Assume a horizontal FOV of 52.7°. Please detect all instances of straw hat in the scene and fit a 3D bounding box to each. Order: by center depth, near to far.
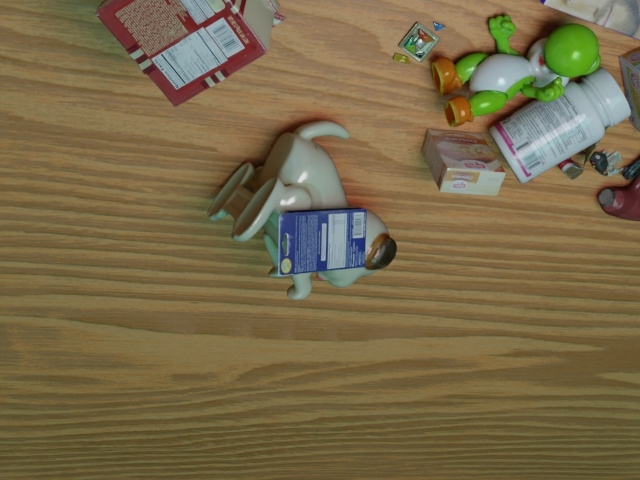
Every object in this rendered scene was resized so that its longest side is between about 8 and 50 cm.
[{"bbox_3d":[0.660,-0.255,1.600,0.061,0.144,0.144,32,127,18],"label":"straw hat"}]

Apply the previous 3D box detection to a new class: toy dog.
[{"bbox_3d":[-0.008,-0.050,1.575,0.408,0.284,0.395,39,78,-30],"label":"toy dog"}]

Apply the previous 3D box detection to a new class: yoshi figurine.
[{"bbox_3d":[0.438,-0.378,1.396,0.362,0.203,0.203,-17,122,2],"label":"yoshi figurine"}]

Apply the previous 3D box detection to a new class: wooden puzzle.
[{"bbox_3d":[0.219,-0.435,1.429,0.078,0.014,0.116,21,122,-23],"label":"wooden puzzle"}]

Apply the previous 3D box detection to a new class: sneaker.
[{"bbox_3d":[0.635,-0.197,1.666,0.042,0.067,0.118,-45,151,22],"label":"sneaker"}]

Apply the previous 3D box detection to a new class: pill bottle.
[{"bbox_3d":[0.557,-0.270,1.514,0.283,0.160,0.160,-31,126,16],"label":"pill bottle"}]

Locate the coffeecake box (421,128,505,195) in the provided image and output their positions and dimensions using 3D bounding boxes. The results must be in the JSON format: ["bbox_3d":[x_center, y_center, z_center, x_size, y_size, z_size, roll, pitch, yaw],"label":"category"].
[{"bbox_3d":[0.334,-0.187,1.532,0.142,0.185,0.068,3,128,-11],"label":"coffeecake box"}]

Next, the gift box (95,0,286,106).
[{"bbox_3d":[-0.212,-0.441,1.204,0.276,0.258,0.255,-20,128,18],"label":"gift box"}]

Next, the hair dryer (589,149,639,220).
[{"bbox_3d":[0.844,-0.148,1.704,0.223,0.080,0.293,-23,128,9],"label":"hair dryer"}]

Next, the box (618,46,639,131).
[{"bbox_3d":[0.791,-0.354,1.517,0.114,0.103,0.203,-24,128,10],"label":"box"}]

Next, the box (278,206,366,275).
[{"bbox_3d":[0.000,0.000,1.403,0.225,0.036,0.136,-4,101,-34],"label":"box"}]

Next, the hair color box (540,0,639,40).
[{"bbox_3d":[0.633,-0.541,1.345,0.339,0.110,0.185,13,126,-15],"label":"hair color box"}]
